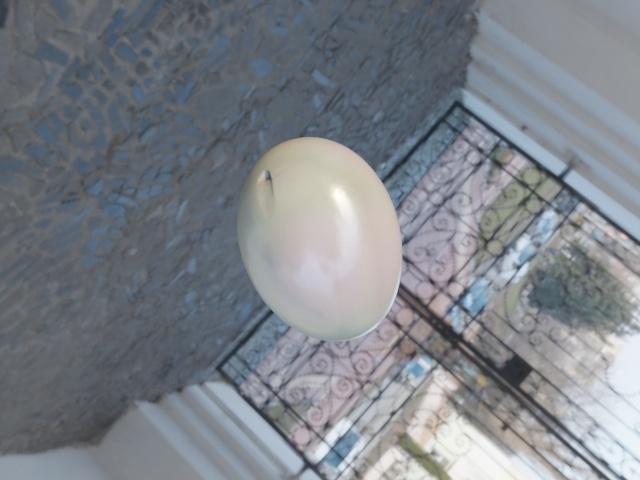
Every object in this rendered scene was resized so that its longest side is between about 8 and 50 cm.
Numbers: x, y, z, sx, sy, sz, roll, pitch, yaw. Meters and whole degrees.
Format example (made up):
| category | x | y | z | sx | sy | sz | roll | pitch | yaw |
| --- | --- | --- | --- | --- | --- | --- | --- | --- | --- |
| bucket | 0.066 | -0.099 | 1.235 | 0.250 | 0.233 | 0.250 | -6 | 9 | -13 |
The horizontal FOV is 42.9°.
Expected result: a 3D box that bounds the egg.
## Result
| category | x | y | z | sx | sy | sz | roll | pitch | yaw |
| --- | --- | --- | --- | --- | --- | --- | --- | --- | --- |
| egg | 0.000 | 0.000 | 0.526 | 0.103 | 0.135 | 0.103 | -17 | -173 | 2 |
